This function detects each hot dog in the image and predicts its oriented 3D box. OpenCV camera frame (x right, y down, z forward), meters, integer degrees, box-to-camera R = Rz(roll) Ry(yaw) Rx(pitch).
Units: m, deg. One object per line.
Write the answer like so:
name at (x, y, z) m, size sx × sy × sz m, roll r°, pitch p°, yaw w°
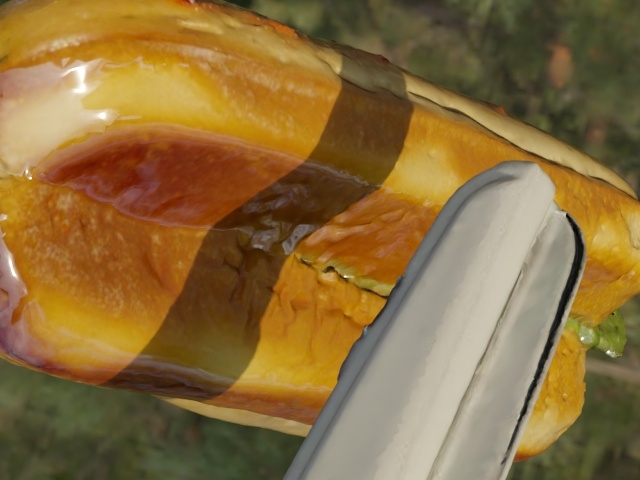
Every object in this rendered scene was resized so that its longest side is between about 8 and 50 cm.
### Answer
hot dog at (0.000, 0.000, 0.454) m, size 0.250 × 0.104 × 0.076 m, roll 12°, pitch -163°, yaw -48°

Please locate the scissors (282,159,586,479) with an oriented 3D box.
scissors at (-0.001, 0.074, 0.310) m, size 0.101 × 0.204 × 0.027 m, roll 12°, pitch 156°, yaw 39°
